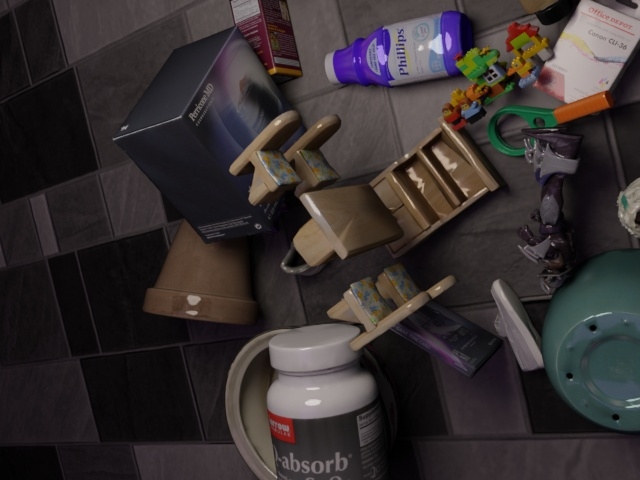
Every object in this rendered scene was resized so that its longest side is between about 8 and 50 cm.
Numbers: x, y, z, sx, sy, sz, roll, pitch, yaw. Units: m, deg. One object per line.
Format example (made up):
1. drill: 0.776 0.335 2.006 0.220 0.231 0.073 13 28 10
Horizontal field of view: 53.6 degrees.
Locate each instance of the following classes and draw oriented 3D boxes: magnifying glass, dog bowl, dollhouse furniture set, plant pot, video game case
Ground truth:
1. magnifying glass: 0.387 -0.207 1.086 0.231 0.026 0.092 -13 111 54
2. dog bowl: -0.006 0.368 1.393 0.408 0.150 0.407 6 102 29
3. dollhouse furniture set: 0.124 -0.071 1.096 0.256 0.394 0.362 -41 78 29
4. plant pot: 0.495 0.173 1.017 0.293 0.235 0.292 5 101 29
5. plant pot: -0.260 0.068 1.450 0.263 0.263 0.229 4 84 30
6. video game case: 0.198 0.152 1.208 0.274 0.196 0.026 31 110 23

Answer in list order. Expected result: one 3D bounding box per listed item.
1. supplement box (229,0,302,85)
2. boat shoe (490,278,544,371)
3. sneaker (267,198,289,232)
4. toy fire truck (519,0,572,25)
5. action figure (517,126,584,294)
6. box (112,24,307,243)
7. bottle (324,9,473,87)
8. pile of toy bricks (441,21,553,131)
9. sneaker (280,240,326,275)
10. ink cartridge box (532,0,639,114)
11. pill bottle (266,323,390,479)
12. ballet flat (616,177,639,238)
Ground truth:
1. supplement box: -0.116 -0.432 1.343 0.081 0.104 0.188 -11 92 32
2. boat shoe: 0.364 0.163 1.197 0.063 0.066 0.184 -31 92 30
3. sneaker: -0.100 -0.096 1.428 0.071 0.068 0.169 17 115 10
4. toy fire truck: 0.408 -0.509 1.019 0.217 0.246 0.158 -23 127 36
5. action figure: 0.387 -0.045 1.067 0.099 0.185 0.284 1 105 21
6. box: -0.196 -0.204 1.251 0.183 0.296 0.294 -11 134 31
7. bottle: 0.145 -0.354 1.210 0.283 0.092 0.118 -2 100 31
8. pile of toy bricks: 0.276 -0.288 1.088 0.105 0.118 0.212 44 142 -14
9. sneaker: 0.000 0.000 1.343 0.090 0.115 0.232 45 117 16
10. ink cartridge box: 0.458 -0.321 1.048 0.115 0.067 0.198 34 114 22
11. pill bottle: 0.012 0.350 1.170 0.210 0.210 0.362 -5 96 31
12. ballet flat: 0.655 0.013 0.956 0.409 0.147 0.146 20 108 25
